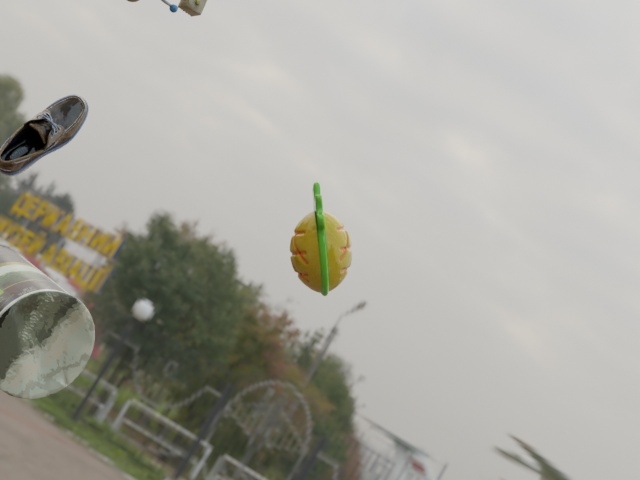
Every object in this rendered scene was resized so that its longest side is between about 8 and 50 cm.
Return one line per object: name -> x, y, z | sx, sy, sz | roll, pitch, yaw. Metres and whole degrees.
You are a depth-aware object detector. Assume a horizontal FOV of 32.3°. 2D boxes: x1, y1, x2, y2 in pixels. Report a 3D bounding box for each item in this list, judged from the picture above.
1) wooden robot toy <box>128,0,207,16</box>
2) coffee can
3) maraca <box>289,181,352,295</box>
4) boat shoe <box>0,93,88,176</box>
wooden robot toy -> -0.253, -0.370, 1.585 | 0.173, 0.076, 0.079 | 10, -2, -36
coffee can -> -0.557, 0.139, 1.991 | 0.275, 0.202, 0.201 | 26, -10, 48
maraca -> 0.000, 0.000, 1.749 | 0.127, 0.099, 0.186 | -106, -169, -59
boat shoe -> -0.448, -0.173, 1.791 | 0.066, 0.183, 0.066 | 45, -15, -4
